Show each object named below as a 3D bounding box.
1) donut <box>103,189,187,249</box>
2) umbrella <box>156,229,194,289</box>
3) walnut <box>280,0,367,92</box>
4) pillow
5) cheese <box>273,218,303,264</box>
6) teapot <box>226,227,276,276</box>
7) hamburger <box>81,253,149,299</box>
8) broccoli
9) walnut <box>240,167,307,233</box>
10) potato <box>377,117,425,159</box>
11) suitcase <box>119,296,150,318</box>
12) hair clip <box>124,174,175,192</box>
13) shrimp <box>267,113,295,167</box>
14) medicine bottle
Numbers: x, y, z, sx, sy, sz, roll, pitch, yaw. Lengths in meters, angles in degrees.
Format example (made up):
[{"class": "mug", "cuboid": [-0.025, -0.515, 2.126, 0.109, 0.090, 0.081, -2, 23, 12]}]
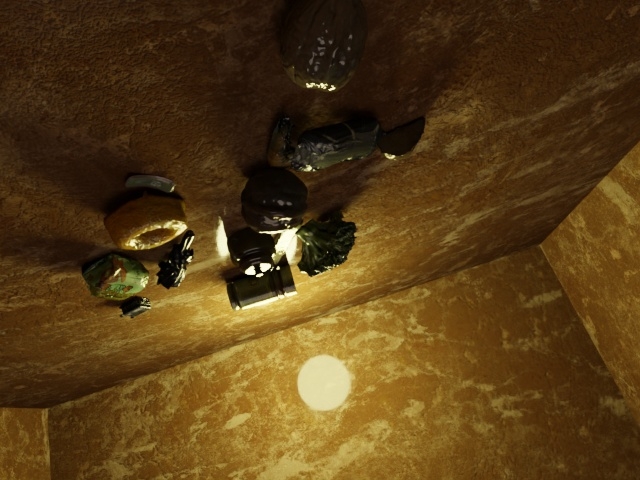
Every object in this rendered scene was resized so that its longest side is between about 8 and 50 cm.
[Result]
[{"class": "donut", "cuboid": [-0.538, -0.058, 1.377, 0.253, 0.118, 0.253, -26, 170, -5]}, {"class": "umbrella", "cuboid": [-0.545, 0.069, 1.679, 0.118, 0.118, 0.340, -2, 146, -35]}, {"class": "walnut", "cuboid": [0.008, -0.417, 0.909, 0.178, 0.178, 0.230, -5, 148, -28]}, {"class": "pillow", "cuboid": [0.061, -0.282, 1.288, 0.335, 0.093, 0.161, -22, 161, -30]}, {"class": "cheese", "cuboid": [-0.172, 0.017, 1.910, 0.085, 0.034, 0.400, -11, 157, -29]}, {"class": "teapot", "cuboid": [-0.272, 0.057, 1.746, 0.185, 0.175, 0.267, -32, 154, 23]}, {"class": "hamburger", "cuboid": [-0.777, 0.156, 1.640, 0.235, 0.125, 0.214, -34, 146, 2]}, {"class": "broccoli", "cuboid": [0.000, 0.000, 1.813, 0.288, 0.245, 0.248, -47, -158, -11]}, {"class": "walnut", "cuboid": [-0.151, -0.127, 1.400, 0.224, 0.224, 0.224, -16, 157, -7]}, {"class": "potato", "cuboid": [0.274, -0.313, 1.427, 0.172, 0.101, 0.089, -24, 162, 5]}, {"class": "suitcase", "cuboid": [-0.849, 0.308, 2.016, 0.126, 0.059, 0.086, -26, 158, 17]}, {"class": "hair clip", "cuboid": [-0.493, -0.165, 1.269, 0.137, 0.022, 0.054, 3, 148, -40]}, {"class": "shrimp", "cuboid": [-0.058, -0.299, 1.277, 0.198, 0.051, 0.262, -19, 160, -17]}, {"class": "medicine bottle", "cuboid": [-0.287, 0.234, 2.155, 0.322, 0.151, 0.151, -16, 157, -6]}]
